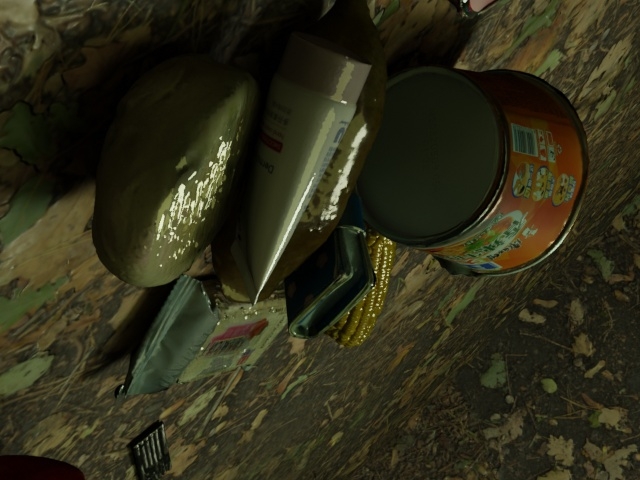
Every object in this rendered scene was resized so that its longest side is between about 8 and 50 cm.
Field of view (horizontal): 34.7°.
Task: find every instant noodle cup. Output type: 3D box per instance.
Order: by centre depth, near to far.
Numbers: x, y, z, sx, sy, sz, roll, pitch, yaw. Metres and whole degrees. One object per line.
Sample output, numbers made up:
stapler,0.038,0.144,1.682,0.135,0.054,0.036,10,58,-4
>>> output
instant noodle cup,0.180,-0.102,1.339,0.296,0.296,0.214,-54,151,18

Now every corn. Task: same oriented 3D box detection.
corn,0.061,0.067,1.642,0.102,0.102,0.313,-35,157,-29

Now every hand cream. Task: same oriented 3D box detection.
hand cream,-0.035,-0.072,0.985,0.133,0.083,0.248,-122,-128,-67

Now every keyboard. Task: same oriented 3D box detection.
keyboard,-0.266,0.343,1.623,0.061,0.013,0.204,-37,158,-23

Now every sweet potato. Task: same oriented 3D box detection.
sweet potato,-0.017,-0.100,1.104,0.158,0.158,0.370,-19,146,-53

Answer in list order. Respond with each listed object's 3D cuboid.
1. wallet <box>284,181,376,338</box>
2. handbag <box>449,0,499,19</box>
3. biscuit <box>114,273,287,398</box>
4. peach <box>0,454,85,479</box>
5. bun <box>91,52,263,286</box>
wallet,-0.001,-0.001,1.239,0.059,0.202,0.141,22,133,-31
handbag,0.171,-0.339,1.080,0.205,0.116,0.179,-35,158,-33
biscuit,-0.139,0.119,1.370,0.186,0.079,0.309,-55,160,16
peach,-0.346,0.396,1.186,0.281,0.281,0.338,-43,151,-10
bun,-0.140,-0.073,0.949,0.237,0.116,0.210,-59,169,-52
